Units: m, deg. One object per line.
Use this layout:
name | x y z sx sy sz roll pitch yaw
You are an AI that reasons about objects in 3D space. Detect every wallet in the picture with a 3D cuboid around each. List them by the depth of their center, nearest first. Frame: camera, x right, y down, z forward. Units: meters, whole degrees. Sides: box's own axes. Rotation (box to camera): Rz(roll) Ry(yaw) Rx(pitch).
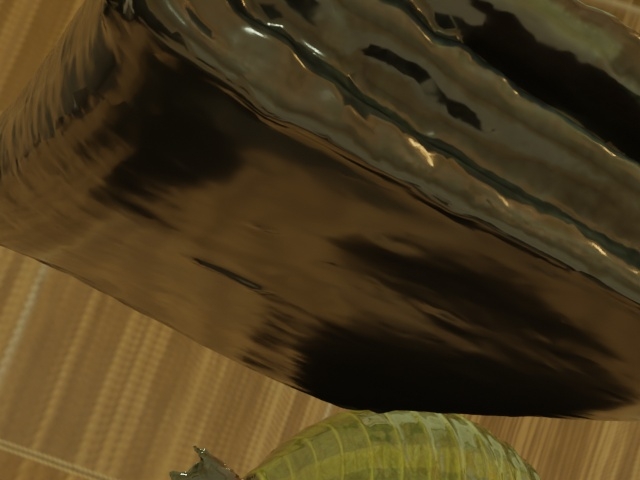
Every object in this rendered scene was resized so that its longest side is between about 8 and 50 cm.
wallet | 0.000 -0.001 0.516 0.228 0.406 0.062 26 78 -15

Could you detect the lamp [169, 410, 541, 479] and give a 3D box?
lamp | 0.026 0.213 0.969 0.284 0.250 0.250 31 73 -20
